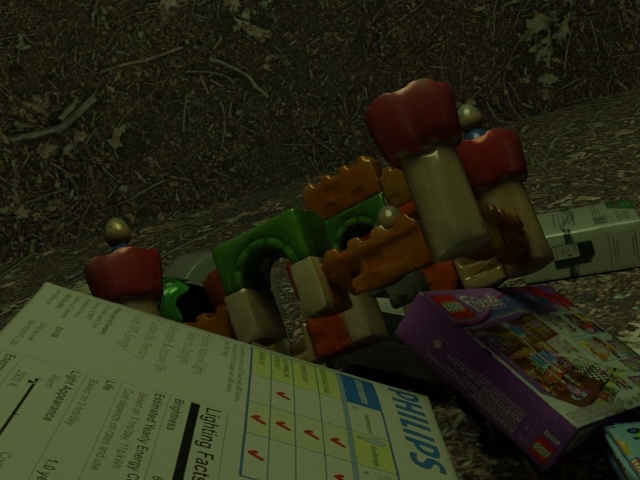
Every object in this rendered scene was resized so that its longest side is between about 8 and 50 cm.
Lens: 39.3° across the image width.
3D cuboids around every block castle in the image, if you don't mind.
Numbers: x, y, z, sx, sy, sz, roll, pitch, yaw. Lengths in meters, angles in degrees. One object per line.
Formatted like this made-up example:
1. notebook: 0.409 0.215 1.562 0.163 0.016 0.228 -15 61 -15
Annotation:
1. block castle: 0.000 0.000 0.988 0.453 0.212 0.303 -27 -18 25

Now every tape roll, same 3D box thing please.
1. tape roll: -0.165 0.121 1.434 0.072 0.219 0.219 -1 19 44

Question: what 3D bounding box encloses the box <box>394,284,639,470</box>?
1. box: 0.238 0.129 0.940 0.293 0.057 0.201 2 33 -50

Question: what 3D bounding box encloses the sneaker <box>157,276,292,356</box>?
1. sneaker: -0.148 0.143 1.290 0.146 0.134 0.344 -1 -18 38

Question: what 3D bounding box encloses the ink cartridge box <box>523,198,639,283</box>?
1. ink cartridge box: 0.453 0.000 1.578 0.209 0.086 0.153 -9 15 15

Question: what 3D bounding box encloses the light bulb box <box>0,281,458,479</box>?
1. light bulb box: -0.098 0.225 0.650 0.361 0.225 0.358 18 12 -6

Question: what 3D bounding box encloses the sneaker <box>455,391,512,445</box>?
1. sneaker: 0.227 0.163 1.139 0.124 0.107 0.283 -17 13 8

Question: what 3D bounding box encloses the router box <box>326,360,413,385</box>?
1. router box: 0.070 0.187 1.321 0.123 0.038 0.092 -13 15 1

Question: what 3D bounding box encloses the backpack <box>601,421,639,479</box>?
1. backpack: 0.347 0.218 0.772 0.173 0.116 0.158 -10 15 6

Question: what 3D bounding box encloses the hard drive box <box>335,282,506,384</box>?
1. hard drive box: 0.146 0.113 1.298 0.181 0.089 0.232 9 16 29

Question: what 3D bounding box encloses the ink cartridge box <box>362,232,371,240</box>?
1. ink cartridge box: 0.160 -0.005 1.803 0.176 0.127 0.128 -15 13 -3
